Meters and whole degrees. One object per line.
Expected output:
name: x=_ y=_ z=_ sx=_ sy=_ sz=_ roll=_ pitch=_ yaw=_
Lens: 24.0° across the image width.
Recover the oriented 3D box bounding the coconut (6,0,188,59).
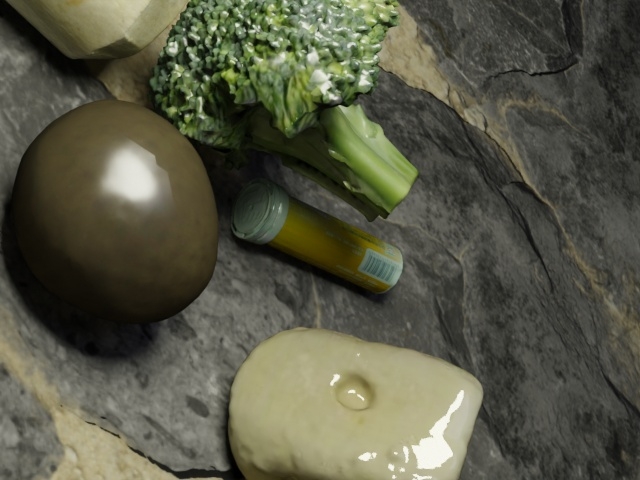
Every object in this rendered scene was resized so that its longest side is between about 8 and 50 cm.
coconut: x=-0.238 y=-0.302 z=1.537 sx=0.222 sy=0.202 sz=0.202 roll=46 pitch=42 yaw=-21

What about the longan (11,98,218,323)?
longan: x=-0.194 y=-0.026 z=1.432 sx=0.196 sy=0.196 sz=0.220 roll=-12 pitch=83 yaw=-50

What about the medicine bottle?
medicine bottle: x=0.000 y=0.000 z=1.724 sx=0.218 sy=0.074 sz=0.074 roll=26 pitch=51 yaw=-39

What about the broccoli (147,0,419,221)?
broccoli: x=-0.012 y=-0.179 z=1.559 sx=0.301 sy=0.375 sz=0.249 roll=18 pitch=82 yaw=-14

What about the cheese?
cheese: x=0.020 y=0.211 z=1.575 sx=0.247 sy=0.251 sz=0.174 roll=19 pitch=62 yaw=4
